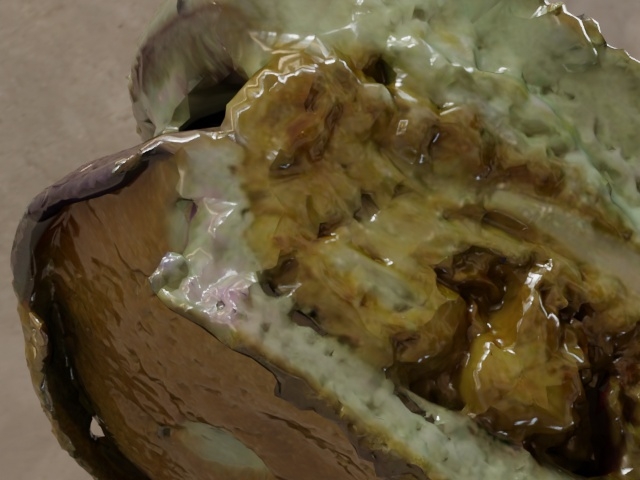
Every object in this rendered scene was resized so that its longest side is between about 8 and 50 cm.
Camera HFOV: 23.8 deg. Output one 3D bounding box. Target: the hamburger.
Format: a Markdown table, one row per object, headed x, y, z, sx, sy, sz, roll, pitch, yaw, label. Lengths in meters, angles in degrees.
| x | y | z | sx | sy | sz | roll | pitch | yaw | label |
| --- | --- | --- | --- | --- | --- | --- | --- | --- | --- |
| 0.028 | 0.041 | 0.638 | 0.318 | 0.277 | 0.195 | 37 | 64 | -12 | hamburger |
